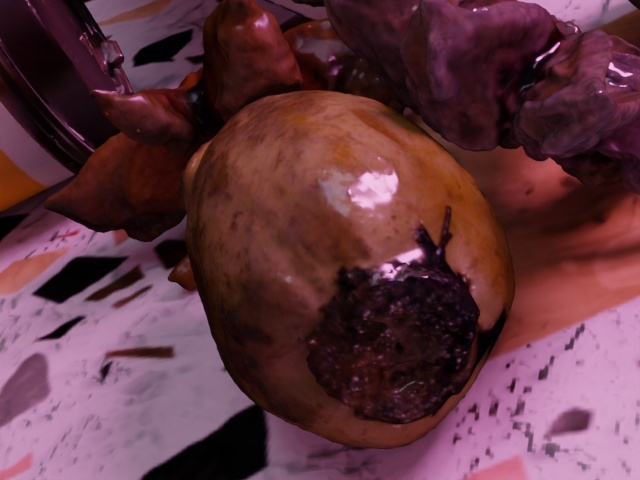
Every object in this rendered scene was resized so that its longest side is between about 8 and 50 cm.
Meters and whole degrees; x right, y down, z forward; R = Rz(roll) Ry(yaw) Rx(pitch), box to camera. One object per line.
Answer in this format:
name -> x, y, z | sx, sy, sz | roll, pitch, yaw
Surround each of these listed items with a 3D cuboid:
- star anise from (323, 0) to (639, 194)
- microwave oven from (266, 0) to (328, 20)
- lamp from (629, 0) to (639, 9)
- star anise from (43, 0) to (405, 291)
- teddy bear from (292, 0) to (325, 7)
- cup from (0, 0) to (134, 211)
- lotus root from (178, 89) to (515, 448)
star anise -> 0.081, -0.076, 0.641 | 0.197, 0.212, 0.073 | 34, 102, 37
microwave oven -> -0.031, -0.400, 0.943 | 0.394, 0.247, 0.333 | -62, 24, 20
lamp -> 0.192, -0.126, 0.737 | 0.091, 0.091, 0.163 | -11, 49, 23
star anise -> -0.036, -0.067, 0.774 | 0.212, 0.111, 0.196 | -39, -1, 39
teddy bear -> 0.052, -0.186, 0.761 | 0.171, 0.144, 0.251 | -7, 0, -30
cup -> -0.265, -0.073, 0.882 | 0.280, 0.196, 0.196 | -31, 32, 5
lotus root -> 0.000, 0.000, 0.621 | 0.138, 0.138, 0.214 | -32, 38, -10
